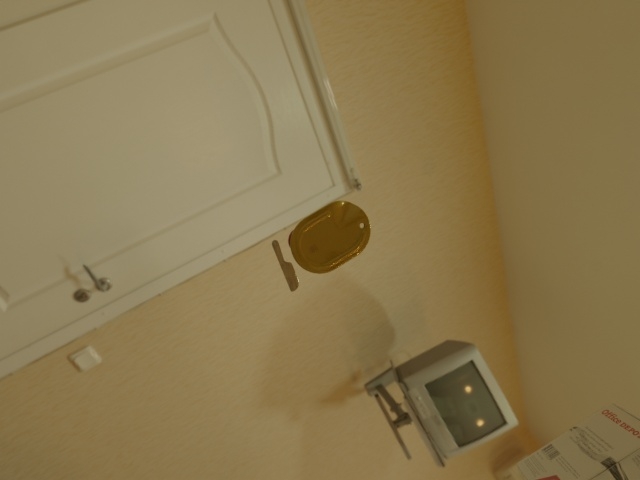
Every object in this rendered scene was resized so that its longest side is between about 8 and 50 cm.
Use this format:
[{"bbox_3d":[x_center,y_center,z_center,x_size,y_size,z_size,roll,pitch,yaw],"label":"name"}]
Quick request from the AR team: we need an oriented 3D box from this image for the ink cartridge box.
[{"bbox_3d":[0.297,0.248,0.432,0.056,0.135,0.099,54,6,10],"label":"ink cartridge box"}]

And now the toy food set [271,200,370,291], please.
[{"bbox_3d":[0.000,0.000,0.872,0.128,0.217,0.071,61,-6,-11],"label":"toy food set"}]
